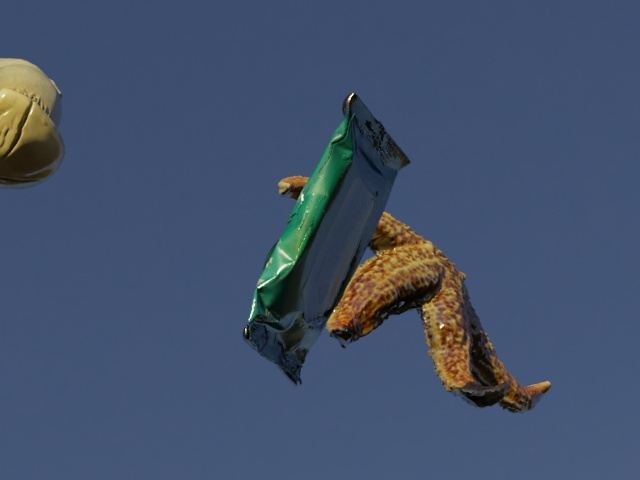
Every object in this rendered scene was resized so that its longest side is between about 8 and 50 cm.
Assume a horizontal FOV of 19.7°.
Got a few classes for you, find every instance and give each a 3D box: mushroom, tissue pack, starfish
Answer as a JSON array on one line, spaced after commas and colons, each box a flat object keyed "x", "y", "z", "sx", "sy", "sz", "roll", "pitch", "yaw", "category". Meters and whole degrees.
[{"x": -0.218, "y": -0.082, "z": 1.278, "sx": 0.092, "sy": 0.223, "sz": 0.081, "roll": -36, "pitch": -74, "yaw": -10, "category": "mushroom"}, {"x": 0.000, "y": 0.000, "z": 0.944, "sx": 0.138, "sy": 0.028, "sz": 0.085, "roll": -61, "pitch": -27, "yaw": -10, "category": "tissue pack"}, {"x": 0.062, "y": 0.028, "z": 1.132, "sx": 0.057, "sy": 0.238, "sz": 0.213, "roll": -41, "pitch": -87, "yaw": 21, "category": "starfish"}]
